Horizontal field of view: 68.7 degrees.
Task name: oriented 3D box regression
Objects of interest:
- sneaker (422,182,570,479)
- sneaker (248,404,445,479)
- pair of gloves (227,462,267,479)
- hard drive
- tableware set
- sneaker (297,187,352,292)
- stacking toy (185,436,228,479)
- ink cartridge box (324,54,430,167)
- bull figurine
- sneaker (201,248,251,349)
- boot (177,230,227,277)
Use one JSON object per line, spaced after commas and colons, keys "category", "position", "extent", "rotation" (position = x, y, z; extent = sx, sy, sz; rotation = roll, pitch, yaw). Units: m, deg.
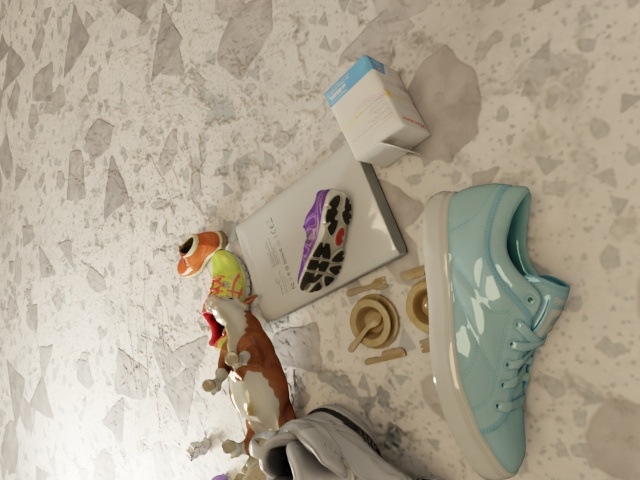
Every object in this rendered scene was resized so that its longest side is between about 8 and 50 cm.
{"category": "sneaker", "position": [0.222, 0.104, 0.566], "extent": [0.150, 0.135, 0.366], "rotation": [-14, 82, 41]}
{"category": "sneaker", "position": [0.063, 0.364, 0.630], "extent": [0.365, 0.210, 0.137], "rotation": [30, 95, 36]}
{"category": "pair of gloves", "position": [-0.125, 0.491, 0.795], "extent": [0.204, 0.240, 0.042], "rotation": [6, 128, 38]}
{"category": "hard drive", "position": [-0.016, -0.004, 0.815], "extent": [0.307, 0.040, 0.203], "rotation": [-31, 71, 34]}
{"category": "tableware set", "position": [0.118, 0.112, 0.708], "extent": [0.194, 0.039, 0.128], "rotation": [-24, 75, 36]}
{"category": "sneaker", "position": [0.000, 0.000, 0.749], "extent": [0.071, 0.068, 0.170], "rotation": [21, 94, 53]}
{"category": "stacking toy", "position": [-0.232, 0.549, 0.976], "extent": [0.167, 0.052, 0.221], "rotation": [28, 107, 36]}
{"category": "ink cartridge box", "position": [0.088, -0.182, 0.700], "extent": [0.090, 0.092, 0.143], "rotation": [-35, 68, 34]}
{"category": "bull figurine", "position": [-0.121, 0.236, 0.799], "extent": [0.101, 0.188, 0.311], "rotation": [-23, 93, 13]}
{"category": "sneaker", "position": [-0.192, 0.117, 0.920], "extent": [0.081, 0.094, 0.209], "rotation": [-22, 75, 38]}
{"category": "boot", "position": [-0.277, 0.030, 0.997], "extent": [0.158, 0.084, 0.059], "rotation": [-41, 67, 32]}
